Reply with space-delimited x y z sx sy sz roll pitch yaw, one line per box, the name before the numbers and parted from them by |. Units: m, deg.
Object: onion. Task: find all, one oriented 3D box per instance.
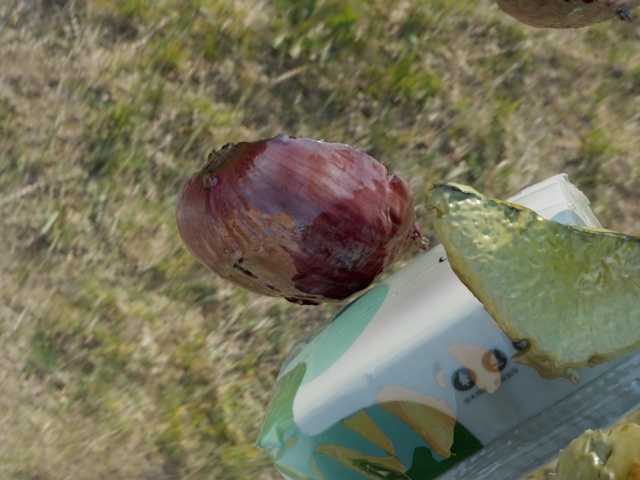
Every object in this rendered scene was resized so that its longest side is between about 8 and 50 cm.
onion | 0.301 -0.367 1.856 0.252 0.252 0.219 -1 68 -19
onion | 0.000 0.000 1.570 0.283 0.227 0.120 17 64 -32

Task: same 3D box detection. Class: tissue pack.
tissue pack | 0.132 0.117 1.471 0.356 0.266 0.194 -34 100 14

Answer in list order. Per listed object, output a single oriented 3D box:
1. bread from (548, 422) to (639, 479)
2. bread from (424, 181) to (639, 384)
bread | 0.140 0.115 0.558 0.054 0.154 0.136 37 43 -27
bread | 0.192 0.043 1.199 0.251 0.174 0.133 14 88 2
